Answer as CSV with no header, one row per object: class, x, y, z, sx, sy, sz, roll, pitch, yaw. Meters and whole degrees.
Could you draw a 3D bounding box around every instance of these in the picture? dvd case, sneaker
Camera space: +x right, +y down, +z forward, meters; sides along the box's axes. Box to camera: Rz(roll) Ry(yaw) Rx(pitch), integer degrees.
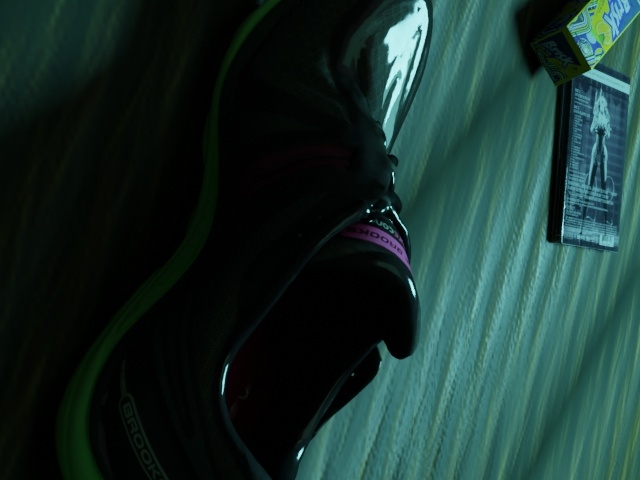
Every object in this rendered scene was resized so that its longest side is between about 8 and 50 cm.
dvd case,0.324,-0.101,1.479,0.164,0.018,0.221,7,87,-53
sneaker,0.000,0.000,0.875,0.185,0.202,0.482,47,56,-46

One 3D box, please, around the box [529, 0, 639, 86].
box,0.302,-0.242,1.394,0.059,0.054,0.169,56,45,-13
